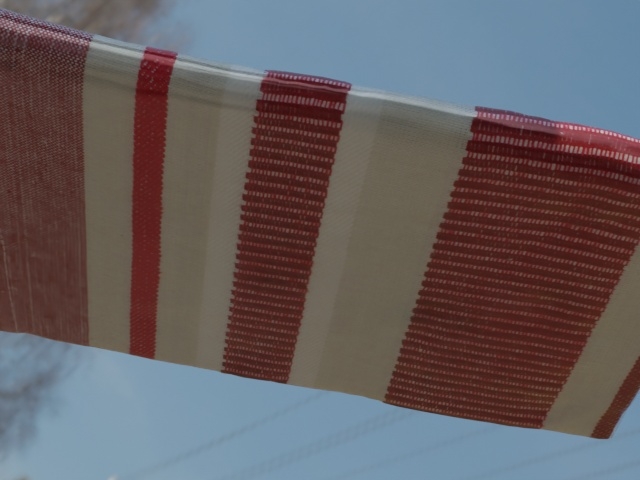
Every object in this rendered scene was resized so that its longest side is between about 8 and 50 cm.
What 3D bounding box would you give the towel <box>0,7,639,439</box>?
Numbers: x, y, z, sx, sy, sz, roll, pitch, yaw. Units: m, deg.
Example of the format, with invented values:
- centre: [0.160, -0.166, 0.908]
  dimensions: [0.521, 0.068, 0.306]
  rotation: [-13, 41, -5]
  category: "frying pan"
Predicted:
- centre: [0.000, 0.000, 0.722]
  dimensions: [0.329, 0.037, 0.237]
  rotation: [11, -32, -1]
  category: "towel"
